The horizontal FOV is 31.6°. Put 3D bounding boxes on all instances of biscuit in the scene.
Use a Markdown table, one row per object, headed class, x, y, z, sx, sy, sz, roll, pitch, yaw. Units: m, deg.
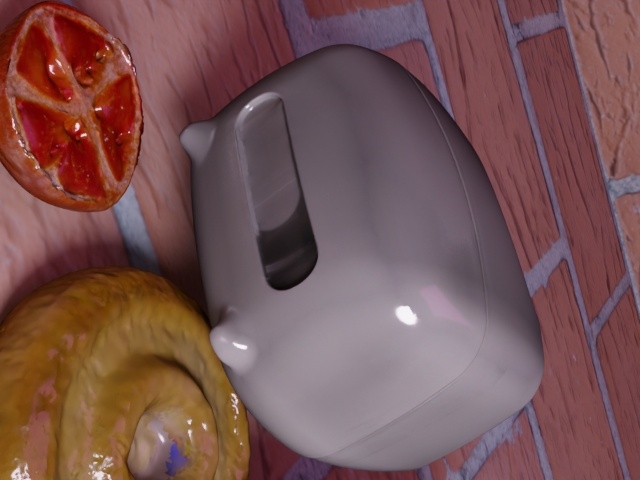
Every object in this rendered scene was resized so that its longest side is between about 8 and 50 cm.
| class | x | y | z | sx | sy | sz | roll | pitch | yaw |
| --- | --- | --- | --- | --- | --- | --- | --- | --- | --- |
| biscuit | -0.138 | 0.124 | 0.838 | 0.274 | 0.091 | 0.213 | 33 | 53 | -50 |

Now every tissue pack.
| class | x | y | z | sx | sy | sz | roll | pitch | yaw |
| --- | --- | --- | --- | --- | --- | --- | --- | --- | --- |
| tissue pack | 0.022 | 0.004 | 0.924 | 0.236 | 0.229 | 0.333 | 31 | 35 | -43 |

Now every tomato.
| class | x | y | z | sx | sy | sz | roll | pitch | yaw |
| --- | --- | --- | --- | --- | --- | --- | --- | --- | --- |
| tomato | -0.201 | -0.094 | 0.829 | 0.155 | 0.069 | 0.155 | 29 | 57 | -58 |
